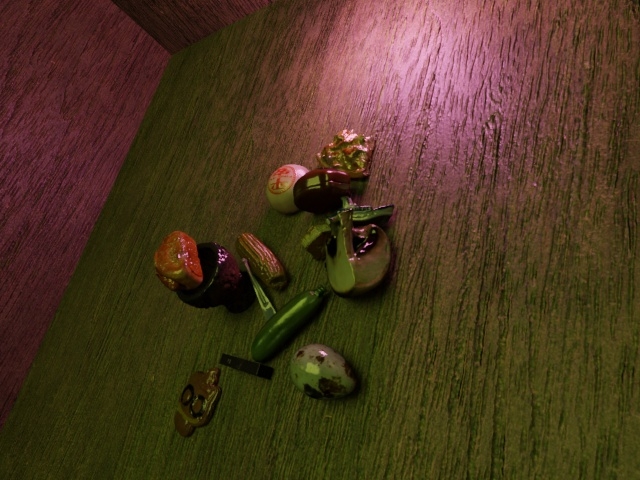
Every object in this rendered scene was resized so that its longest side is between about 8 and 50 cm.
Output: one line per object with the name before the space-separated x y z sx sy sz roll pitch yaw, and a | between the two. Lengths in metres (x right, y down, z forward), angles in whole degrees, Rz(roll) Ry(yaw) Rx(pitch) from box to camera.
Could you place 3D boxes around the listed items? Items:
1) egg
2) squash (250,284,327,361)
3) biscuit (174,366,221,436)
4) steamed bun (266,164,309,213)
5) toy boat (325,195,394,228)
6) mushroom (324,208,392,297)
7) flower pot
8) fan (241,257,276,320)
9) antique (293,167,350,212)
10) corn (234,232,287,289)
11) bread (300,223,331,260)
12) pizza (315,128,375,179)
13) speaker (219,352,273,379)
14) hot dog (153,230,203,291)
egg | 0.008 0.423 1.384 0.231 0.169 0.169 12 73 30
squash | -0.127 0.304 1.603 0.395 0.107 0.107 -45 46 9
biscuit | -0.495 0.642 1.744 0.208 0.041 0.290 21 80 43
steamed bun | -0.146 -0.238 1.909 0.232 0.145 0.232 -19 54 30
toy boat | 0.145 -0.106 1.612 0.262 0.114 0.115 3 76 23
mushroom | 0.121 0.054 1.536 0.217 0.212 0.292 124 128 -64
flower pot | -0.416 0.174 1.798 0.266 0.267 0.266 -19 54 28
fan | -0.258 0.197 1.754 0.057 0.023 0.282 -37 72 17
antique | 0.007 -0.200 1.719 0.278 0.223 0.129 143 126 -62
corn | -0.254 0.081 1.831 0.120 0.120 0.363 -50 50 4
bread | 0.000 0.000 1.665 0.140 0.128 0.069 -42 46 5
pizza | 0.110 -0.375 1.832 0.323 0.089 0.223 32 90 44
speaker | -0.284 0.476 1.646 0.218 0.082 0.044 1 67 41
hot dog | -0.558 0.093 1.678 0.153 0.150 0.257 -32 49 6
